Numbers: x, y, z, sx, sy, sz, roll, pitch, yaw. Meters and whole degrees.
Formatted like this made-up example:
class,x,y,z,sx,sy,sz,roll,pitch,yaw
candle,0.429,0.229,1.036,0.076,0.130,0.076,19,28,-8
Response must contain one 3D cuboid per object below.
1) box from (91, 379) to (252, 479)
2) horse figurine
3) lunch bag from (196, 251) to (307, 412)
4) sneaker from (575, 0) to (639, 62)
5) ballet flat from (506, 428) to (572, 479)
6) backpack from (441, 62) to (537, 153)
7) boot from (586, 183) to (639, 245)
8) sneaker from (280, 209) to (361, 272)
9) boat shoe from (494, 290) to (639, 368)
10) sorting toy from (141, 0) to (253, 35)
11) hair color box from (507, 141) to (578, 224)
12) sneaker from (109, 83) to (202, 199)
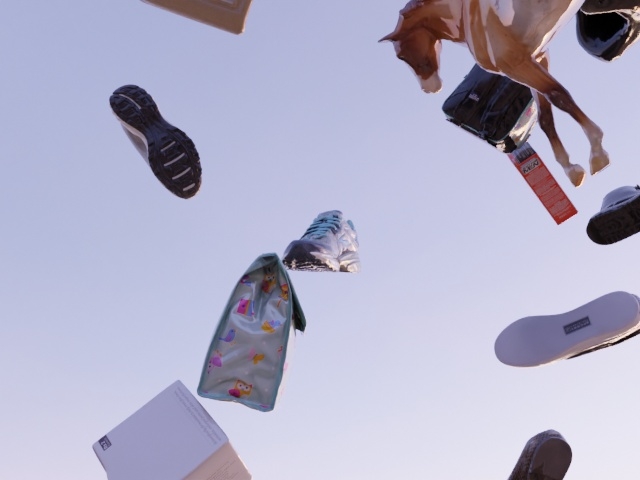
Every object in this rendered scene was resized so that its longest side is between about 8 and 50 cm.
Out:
class,x,y,z,sx,sy,sz,roll,pitch,yaw
box,-0.242,0.362,1.139,0.182,0.181,0.119,-37,-47,-18
horse figurine,0.141,-0.134,0.397,0.066,0.174,0.263,-30,-10,-21
lunch bag,-0.107,0.164,1.235,0.160,0.262,0.223,13,-14,2
sneaker,0.227,-0.318,0.669,0.483,0.185,0.202,24,-65,-37
ballet flat,0.274,0.376,0.981,0.084,0.058,0.249,24,-86,-8
backpack,0.359,-0.280,1.365,0.144,0.166,0.188,15,-71,-54
boot,0.546,-0.071,1.152,0.198,0.137,0.077,-17,-73,37
sneaker,0.000,0.000,1.340,0.110,0.122,0.283,1,-2,18
boat shoe,0.370,0.138,1.024,0.228,0.080,0.076,-31,-43,32
sorting toy,-0.199,-0.456,1.040,0.307,0.041,0.229,25,-77,22
hair color box,0.449,-0.120,1.417,0.053,0.093,0.167,-34,-67,17
sneaker,-0.326,-0.194,1.422,0.100,0.271,0.108,-33,-14,-15
